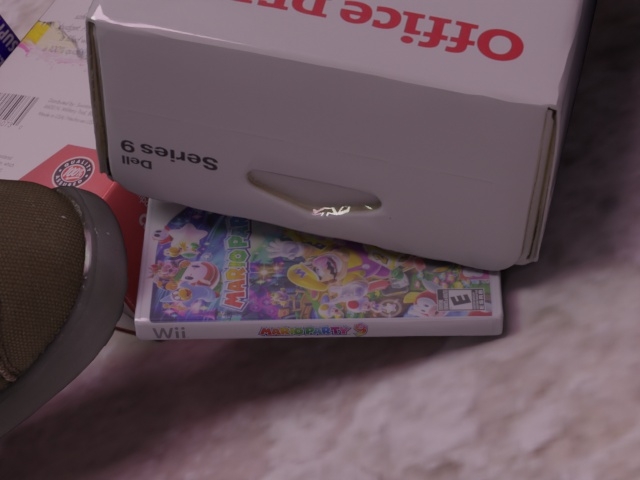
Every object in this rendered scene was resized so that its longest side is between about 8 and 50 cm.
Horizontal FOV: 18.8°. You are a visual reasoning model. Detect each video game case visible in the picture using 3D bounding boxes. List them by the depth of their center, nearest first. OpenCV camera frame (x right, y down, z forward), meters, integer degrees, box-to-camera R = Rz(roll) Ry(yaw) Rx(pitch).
[{"bbox_3d":[0.000,0.000,0.669,0.122,0.011,0.087,-1,43,2],"label":"video game case"}]

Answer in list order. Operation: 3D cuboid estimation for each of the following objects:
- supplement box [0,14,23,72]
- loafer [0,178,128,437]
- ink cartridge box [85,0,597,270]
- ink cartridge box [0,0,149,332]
[{"bbox_3d":[-0.221,-0.014,0.810,0.220,0.111,0.114,-49,40,-17],"label":"supplement box"},{"bbox_3d":[-0.178,0.059,0.675,0.251,0.087,0.094,-44,45,18],"label":"loafer"},{"bbox_3d":[0.023,-0.108,0.680,0.154,0.093,0.212,12,56,8],"label":"ink cartridge box"},{"bbox_3d":[-0.062,-0.064,0.781,0.115,0.067,0.198,12,58,42],"label":"ink cartridge box"}]
